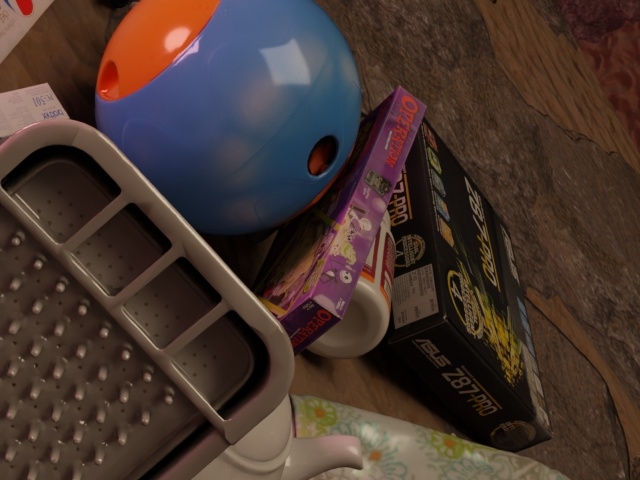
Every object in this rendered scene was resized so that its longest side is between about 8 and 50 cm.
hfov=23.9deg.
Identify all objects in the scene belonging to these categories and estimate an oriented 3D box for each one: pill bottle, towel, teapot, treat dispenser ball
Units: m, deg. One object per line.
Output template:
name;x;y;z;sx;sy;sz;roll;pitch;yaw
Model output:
pill bottle;0.029;0.035;1.834;0.121;0.121;0.221;46;26;-20
towel;0.118;0.327;1.560;0.374;0.090;0.320;19;39;-14
teapot;-0.116;0.150;1.320;0.252;0.187;0.256;59;26;3
treat dispenser ball;-0.099;-0.149;1.633;0.288;0.288;0.288;40;31;-31

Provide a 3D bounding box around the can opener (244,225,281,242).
can opener;-0.034;-0.062;1.893;0.076;0.095;0.283;39;38;10

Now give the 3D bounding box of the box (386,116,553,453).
box;0.182;0.054;2.060;0.318;0.097;0.395;50;25;-41

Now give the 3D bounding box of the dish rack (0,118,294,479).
dish rack;-0.219;0.096;1.161;0.285;0.333;0.072;48;5;-13

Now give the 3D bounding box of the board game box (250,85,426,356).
board game box;0.000;0.000;1.645;0.056;0.208;0.347;33;46;-10

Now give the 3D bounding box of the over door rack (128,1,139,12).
over door rack;-0.102;-0.347;1.802;0.108;0.324;0.239;33;-29;38

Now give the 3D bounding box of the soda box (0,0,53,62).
soda box;-0.344;-0.215;1.534;0.069;0.074;0.216;48;28;-18

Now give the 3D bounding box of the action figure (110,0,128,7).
action figure;-0.254;-0.431;1.853;0.164;0.141;0.275;-14;75;-51

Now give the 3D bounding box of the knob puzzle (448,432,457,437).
knob puzzle;0.208;0.354;1.892;0.213;0.030;0.213;40;31;-31

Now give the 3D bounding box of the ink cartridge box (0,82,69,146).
ink cartridge box;-0.330;-0.090;1.398;0.046;0.097;0.207;58;27;2
